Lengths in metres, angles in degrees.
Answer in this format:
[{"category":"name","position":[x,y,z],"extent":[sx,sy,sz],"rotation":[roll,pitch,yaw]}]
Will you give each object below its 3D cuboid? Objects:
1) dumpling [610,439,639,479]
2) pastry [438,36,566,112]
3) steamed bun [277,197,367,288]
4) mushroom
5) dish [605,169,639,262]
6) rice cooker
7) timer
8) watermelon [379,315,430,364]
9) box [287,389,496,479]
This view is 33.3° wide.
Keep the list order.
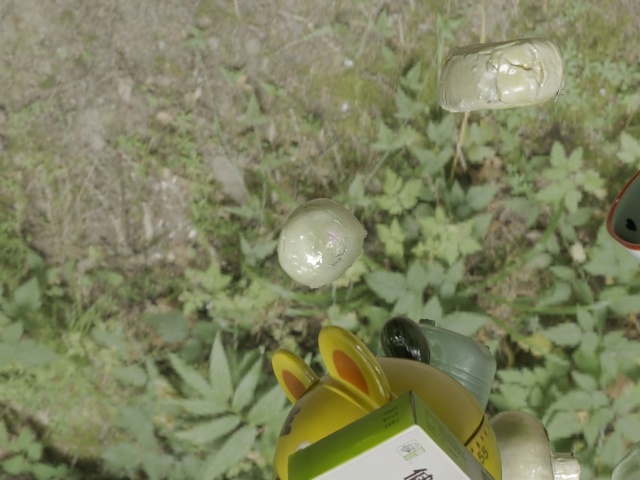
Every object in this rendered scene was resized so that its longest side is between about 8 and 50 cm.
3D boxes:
[{"category":"dumpling","position":[0.375,0.290,1.056],"extent":[0.179,0.252,0.131],"rotation":[-25,137,9]},{"category":"pastry","position":[0.230,-0.212,1.371],"extent":[0.166,0.166,0.088],"rotation":[-5,99,14]},{"category":"steamed bun","position":[0.000,0.000,1.520],"extent":[0.112,0.130,0.091],"rotation":[46,167,-7]},{"category":"mushroom","position":[0.417,0.456,2.143],"extent":[0.202,0.246,0.246],"rotation":[-7,130,13]},{"category":"dish","position":[0.475,-0.042,1.273],"extent":[0.117,0.256,0.256],"rotation":[44,125,-14]},{"category":"rice cooker","position":[0.196,0.282,1.960],"extent":[0.226,0.244,0.226],"rotation":[14,163,4]},{"category":"timer","position":[0.069,0.306,1.568],"extent":[0.376,0.376,0.387],"rotation":[-34,92,33]},{"category":"watermelon","position":[0.140,0.177,1.758],"extent":[0.078,0.078,0.110],"rotation":[-26,85,29]},{"category":"box","position":[0.106,0.306,1.247],"extent":[0.175,0.062,0.260],"rotation":[-32,120,18]}]
